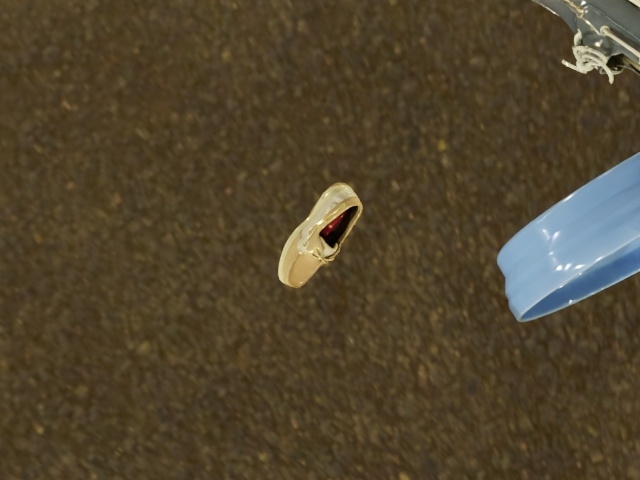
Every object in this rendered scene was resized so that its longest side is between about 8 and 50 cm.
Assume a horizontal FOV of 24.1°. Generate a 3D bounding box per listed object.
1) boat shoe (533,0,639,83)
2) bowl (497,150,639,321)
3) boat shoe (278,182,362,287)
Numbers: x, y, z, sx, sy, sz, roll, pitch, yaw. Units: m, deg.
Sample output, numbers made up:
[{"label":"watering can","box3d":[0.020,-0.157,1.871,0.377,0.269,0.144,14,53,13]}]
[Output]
[{"label":"boat shoe","box3d":[0.267,-0.174,1.319,0.254,0.095,0.079,32,95,12]},{"label":"bowl","box3d":[0.363,-0.040,1.577,0.391,0.391,0.077,-28,79,2]},{"label":"boat shoe","box3d":[0.000,0.000,1.688,0.135,0.050,0.045,-59,43,14]}]
